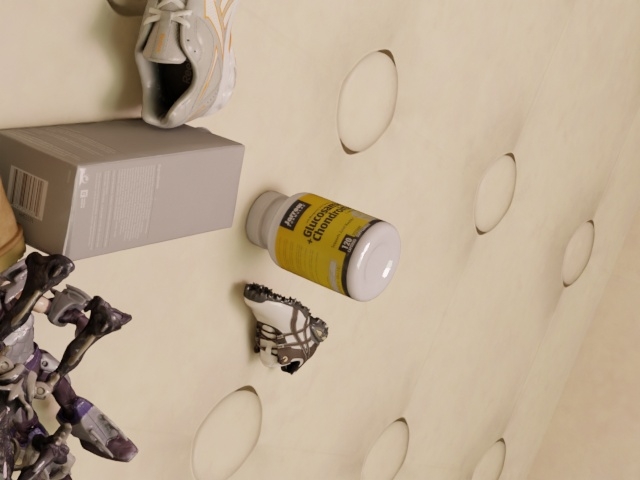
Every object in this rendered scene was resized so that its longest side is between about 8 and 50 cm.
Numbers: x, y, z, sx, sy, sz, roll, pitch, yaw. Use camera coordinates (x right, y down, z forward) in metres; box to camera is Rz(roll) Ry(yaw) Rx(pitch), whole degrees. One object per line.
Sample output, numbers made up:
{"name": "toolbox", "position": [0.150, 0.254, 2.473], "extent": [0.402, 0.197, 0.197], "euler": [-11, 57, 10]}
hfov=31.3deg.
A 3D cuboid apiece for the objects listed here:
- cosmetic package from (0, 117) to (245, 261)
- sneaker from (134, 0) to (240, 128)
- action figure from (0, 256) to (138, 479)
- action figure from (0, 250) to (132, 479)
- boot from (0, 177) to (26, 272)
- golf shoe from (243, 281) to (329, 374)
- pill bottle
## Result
{"name": "cosmetic package", "position": [-0.200, -0.059, 1.145], "extent": [0.238, 0.127, 0.107], "euler": [-9, 115, -52]}
{"name": "sneaker", "position": [-0.133, -0.231, 1.138], "extent": [0.121, 0.099, 0.262], "euler": [-51, 148, -58]}
{"name": "action figure", "position": [-0.293, 0.136, 1.152], "extent": [0.185, 0.099, 0.285], "euler": [-38, 134, -20]}
{"name": "action figure", "position": [-0.279, 0.152, 0.995], "extent": [0.276, 0.164, 0.141], "euler": [-59, -174, -27]}
{"name": "boot", "position": [-0.345, -0.066, 0.923], "extent": [0.236, 0.089, 0.269], "euler": [-59, 149, -55]}
{"name": "golf shoe", "position": [-0.054, 0.123, 1.517], "extent": [0.094, 0.077, 0.198], "euler": [-61, 146, -10]}
{"name": "pill bottle", "position": [0.000, 0.000, 1.419], "extent": [0.103, 0.184, 0.103], "euler": [-33, 134, -43]}
